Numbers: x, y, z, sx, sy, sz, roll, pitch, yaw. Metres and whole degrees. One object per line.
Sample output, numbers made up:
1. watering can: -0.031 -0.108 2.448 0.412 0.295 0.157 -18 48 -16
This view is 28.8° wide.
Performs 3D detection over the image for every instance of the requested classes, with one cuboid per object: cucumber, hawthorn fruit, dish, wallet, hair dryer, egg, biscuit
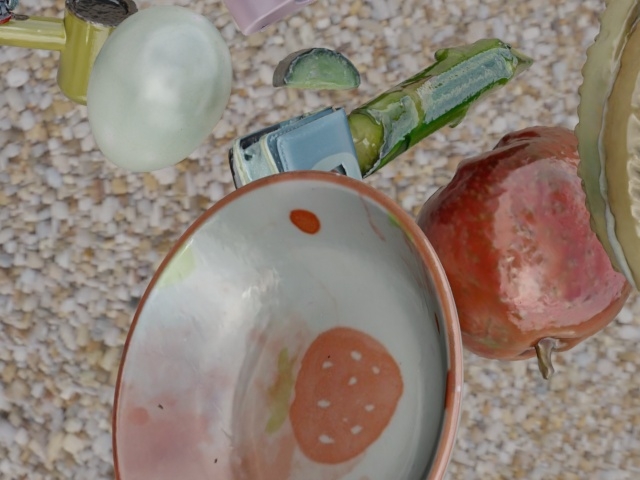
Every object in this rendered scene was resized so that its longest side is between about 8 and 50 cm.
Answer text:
1. cucumber: -0.007 -0.252 1.832 0.116 0.115 0.062 0 98 -11
2. hawthorn fruit: 0.246 0.020 1.496 0.275 0.275 0.300 -3 73 -27
3. dish: -0.006 0.094 0.732 0.085 0.260 0.260 20 81 -47
4. wallet: 0.000 0.000 1.258 0.176 0.075 0.250 -30 107 -57
5. hair dryer: -0.378 -0.253 1.566 0.278 0.090 0.135 4 132 -17
6. egg: -0.182 -0.163 1.376 0.151 0.209 0.151 22 38 -19
7. biscuit: 0.262 -0.070 0.841 0.259 0.079 0.259 -5 97 -41

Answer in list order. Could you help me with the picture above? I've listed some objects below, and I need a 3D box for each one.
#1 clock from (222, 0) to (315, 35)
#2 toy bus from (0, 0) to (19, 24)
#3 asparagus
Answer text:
1. clock: -0.011 -0.379 1.646 0.275 0.290 0.080 -30 90 4
2. toy bus: -0.440 -0.342 1.506 0.081 0.089 0.195 -12 82 -51
3. asparagus: 0.139 -0.169 1.432 0.343 0.082 0.085 -33 122 -32
